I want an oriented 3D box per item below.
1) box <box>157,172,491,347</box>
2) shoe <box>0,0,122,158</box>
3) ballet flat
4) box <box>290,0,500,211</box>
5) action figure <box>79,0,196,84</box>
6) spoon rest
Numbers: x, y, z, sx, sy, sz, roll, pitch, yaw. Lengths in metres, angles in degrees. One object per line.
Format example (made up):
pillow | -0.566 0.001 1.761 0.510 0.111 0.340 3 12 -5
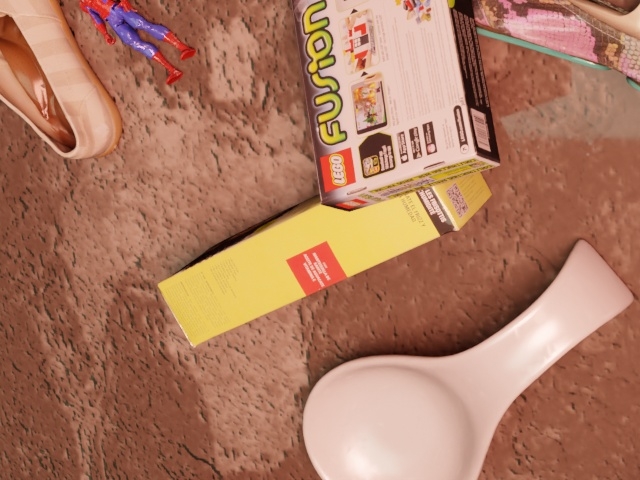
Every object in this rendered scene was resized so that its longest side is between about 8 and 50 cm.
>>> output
box | 0.000 0.000 0.900 0.232 0.087 0.058 -24 98 28
shoe | -0.231 -0.153 0.963 0.076 0.058 0.219 -35 92 30
ballet flat | 0.196 -0.127 0.775 0.221 0.077 0.079 27 114 18
box | 0.040 -0.133 0.808 0.114 0.036 0.207 -16 74 32
action figure | -0.147 -0.163 0.941 0.115 0.030 0.038 40 124 9
spoon rest | 0.093 0.108 0.899 0.137 0.084 0.276 49 119 4
